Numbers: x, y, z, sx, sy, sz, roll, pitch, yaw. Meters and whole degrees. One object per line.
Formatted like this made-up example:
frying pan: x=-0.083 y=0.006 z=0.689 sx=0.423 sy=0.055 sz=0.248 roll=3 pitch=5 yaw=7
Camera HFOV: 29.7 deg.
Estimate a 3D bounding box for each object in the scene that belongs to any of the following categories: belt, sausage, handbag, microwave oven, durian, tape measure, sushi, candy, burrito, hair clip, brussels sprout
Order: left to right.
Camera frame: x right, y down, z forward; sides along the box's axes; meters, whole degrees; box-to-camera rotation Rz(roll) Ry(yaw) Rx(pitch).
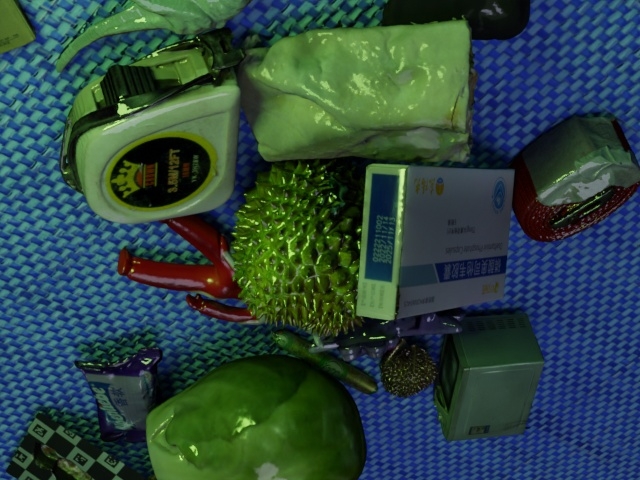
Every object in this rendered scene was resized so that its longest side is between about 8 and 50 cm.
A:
sushi: x=-0.425 y=0.395 z=2.127 sx=0.215 sy=0.050 sz=0.192 roll=33 pitch=126 yaw=-3
candy: x=-0.320 y=0.264 z=2.029 sx=0.145 sy=0.070 sz=0.275 roll=-3 pitch=140 yaw=1
tape measure: x=-0.226 y=-0.152 z=1.578 sx=0.231 sy=0.133 sz=0.271 roll=-9 pitch=145 yaw=-17
brussels sprout: x=-0.104 y=0.328 z=1.987 sx=0.354 sy=0.289 sz=0.282 roll=-7 pitch=92 yaw=2
durian: x=0.000 y=-0.003 z=1.688 sx=0.291 sy=0.291 sz=0.225 roll=2 pitch=140 yaw=-13
sausage: x=0.011 y=0.209 z=2.064 sx=0.033 sy=0.033 sz=0.269 roll=-38 pitch=130 yaw=25
burrito: x=0.041 y=-0.177 z=1.571 sx=0.331 sy=0.135 sz=0.190 roll=-2 pitch=145 yaw=14
hair clip: x=0.117 y=0.146 z=1.968 sx=0.278 sy=0.137 sz=0.090 roll=-26 pitch=99 yaw=14
durian: x=0.137 y=0.233 z=2.079 sx=0.110 sy=0.071 sz=0.140 roll=33 pitch=148 yaw=6
handbag: x=0.179 y=-0.370 z=1.478 sx=0.191 sy=0.075 sz=0.332 roll=-1 pitch=139 yaw=-4
microwave oven: x=0.284 y=0.231 z=2.074 sx=0.163 sy=0.129 sz=0.205 roll=-4 pitch=136 yaw=-10
belt: x=0.373 y=-0.084 z=1.777 sx=0.201 sy=0.124 sz=0.128 roll=-36 pitch=133 yaw=24

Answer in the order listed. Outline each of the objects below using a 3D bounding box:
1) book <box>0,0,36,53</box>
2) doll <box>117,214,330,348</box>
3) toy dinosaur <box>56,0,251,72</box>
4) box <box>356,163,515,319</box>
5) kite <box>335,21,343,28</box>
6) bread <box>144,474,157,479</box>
book: x=-0.465 y=-0.307 z=1.450 sx=0.161 sy=0.026 sz=0.231 roll=-18 pitch=136 yaw=6
doll: x=-0.109 y=0.061 z=1.855 sx=0.384 sy=0.099 sz=0.188 roll=27 pitch=125 yaw=-25
toy dinosaur: x=-0.197 y=-0.305 z=1.469 sx=0.205 sy=0.092 sz=0.393 roll=27 pitch=122 yaw=-38
box: x=0.166 y=-0.004 z=1.662 sx=0.065 sy=0.200 sz=0.343 roll=8 pitch=-174 yaw=32
kite: x=0.039 y=-0.203 z=1.664 sx=0.141 sy=0.015 sz=0.245 roll=-22 pitch=137 yaw=12
bread: x=-0.215 y=0.490 z=2.184 sx=0.305 sy=0.159 sz=0.305 roll=-3 pitch=161 yaw=-1
